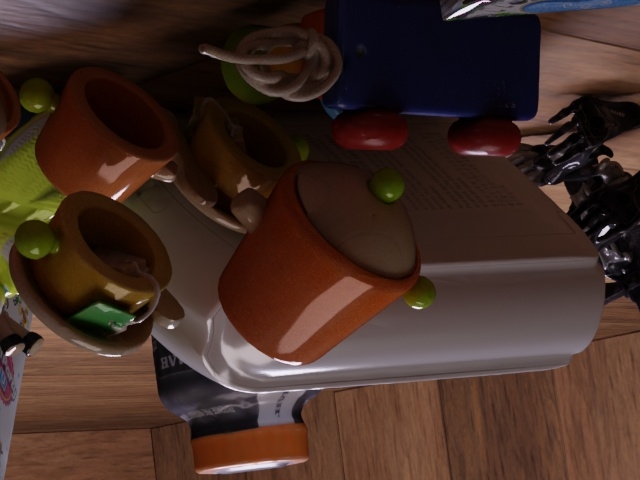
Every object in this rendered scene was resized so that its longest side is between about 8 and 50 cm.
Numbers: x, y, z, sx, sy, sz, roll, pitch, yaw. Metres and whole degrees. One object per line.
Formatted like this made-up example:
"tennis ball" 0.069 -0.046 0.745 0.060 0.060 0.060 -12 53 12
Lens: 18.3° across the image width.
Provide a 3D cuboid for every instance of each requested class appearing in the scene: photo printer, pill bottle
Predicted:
"photo printer" 0.000 0.000 1.338 0.307 0.107 0.256 -3 -151 -27
"pill bottle" -0.065 0.052 1.508 0.130 0.246 0.130 -7 171 -1

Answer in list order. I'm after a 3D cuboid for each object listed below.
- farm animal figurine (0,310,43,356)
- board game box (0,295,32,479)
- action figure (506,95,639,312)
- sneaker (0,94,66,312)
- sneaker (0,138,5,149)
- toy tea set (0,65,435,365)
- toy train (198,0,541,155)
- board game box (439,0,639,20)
"farm animal figurine" -0.352 0.054 1.502 0.327 0.172 0.330 -52 159 9
"board game box" -0.374 0.140 1.679 0.224 0.303 0.097 -8 132 8
"action figure" 0.204 -0.017 1.603 0.141 0.164 0.276 -19 162 -3
"sneaker" -0.215 -0.011 1.294 0.240 0.091 0.126 -36 -164 15
"sneaker" -0.270 -0.075 1.099 0.153 0.094 0.235 -31 141 18
"toy tea set" -0.080 -0.041 1.067 0.336 0.200 0.124 6 134 -49
"toy train" -0.007 -0.102 1.111 0.248 0.105 0.143 0 -179 -39
"board game box" 0.135 -0.136 0.677 0.194 0.194 0.060 -6 171 -9
